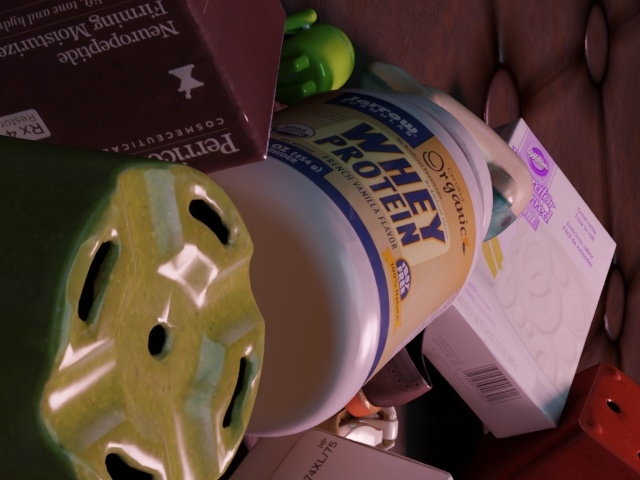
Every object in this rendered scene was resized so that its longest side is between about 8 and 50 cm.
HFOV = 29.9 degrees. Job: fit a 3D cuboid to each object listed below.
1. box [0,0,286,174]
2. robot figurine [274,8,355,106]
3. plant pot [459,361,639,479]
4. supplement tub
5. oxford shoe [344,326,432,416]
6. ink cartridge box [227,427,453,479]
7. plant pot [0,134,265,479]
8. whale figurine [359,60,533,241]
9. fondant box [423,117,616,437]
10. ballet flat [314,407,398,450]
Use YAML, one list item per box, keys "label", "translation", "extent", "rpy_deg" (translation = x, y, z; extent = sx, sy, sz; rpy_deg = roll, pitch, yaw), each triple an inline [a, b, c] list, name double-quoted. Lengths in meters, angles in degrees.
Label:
- label: "box"
  translation: [-0.138, -0.157, 0.759]
  extent: [0.167, 0.169, 0.203]
  rpy_deg: [-86, 157, -46]
- label: "robot figurine"
  translation: [-0.009, -0.167, 1.139]
  extent: [0.115, 0.067, 0.101]
  rpy_deg: [-43, 120, -53]
- label: "plant pot"
  translation: [0.339, 0.314, 1.490]
  extent: [0.235, 0.267, 0.267]
  rpy_deg: [-56, 173, 30]
- label: "supplement tub"
  translation: [0.000, 0.000, 0.998]
  extent: [0.316, 0.228, 0.228]
  rpy_deg: [-35, 121, -56]
- label: "oxford shoe"
  translation: [0.068, 0.043, 1.226]
  extent: [0.097, 0.098, 0.271]
  rpy_deg: [35, 45, -54]
- label: "ink cartridge box"
  translation: [0.022, 0.334, 1.062]
  extent: [0.198, 0.197, 0.270]
  rpy_deg: [-51, 135, -32]
- label: "plant pot"
  translation: [-0.180, 0.048, 0.645]
  extent: [0.276, 0.254, 0.276]
  rpy_deg: [-8, 100, -61]
- label: "whale figurine"
  translation: [0.113, -0.084, 1.273]
  extent: [0.141, 0.216, 0.272]
  rpy_deg: [-49, 148, 4]
- label: "fondant box"
  translation: [0.234, 0.041, 1.488]
  extent: [0.238, 0.096, 0.330]
  rpy_deg: [49, 45, -21]
- label: "ballet flat"
  translation: [0.040, 0.202, 1.245]
  extent: [0.232, 0.073, 0.080]
  rpy_deg: [-4, 95, -62]
